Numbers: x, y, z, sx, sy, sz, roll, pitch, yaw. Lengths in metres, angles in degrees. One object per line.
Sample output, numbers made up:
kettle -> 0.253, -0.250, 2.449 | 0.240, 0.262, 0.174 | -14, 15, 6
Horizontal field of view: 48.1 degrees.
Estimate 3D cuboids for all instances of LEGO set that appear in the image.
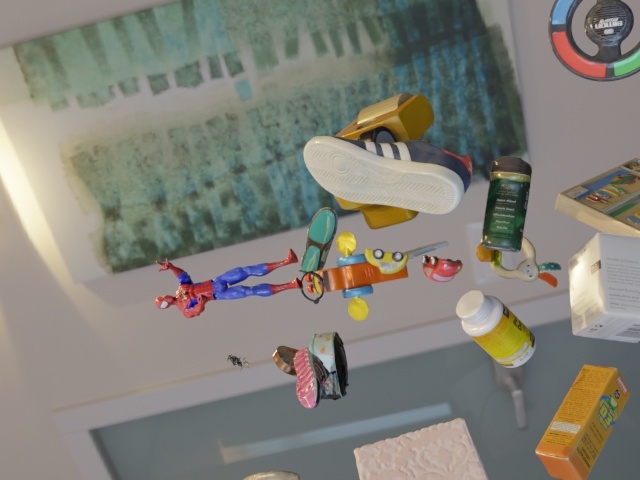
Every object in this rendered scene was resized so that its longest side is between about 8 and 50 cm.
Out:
LEGO set -> -0.205, 0.299, 1.790 | 0.054, 0.023, 0.083 | 44, -163, 14

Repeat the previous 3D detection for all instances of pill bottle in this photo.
pill bottle -> 0.437, 0.218, 1.798 | 0.215, 0.117, 0.117 | 42, -160, -25

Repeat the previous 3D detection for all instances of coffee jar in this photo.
coffee jar -> 0.368, -0.071, 1.414 | 0.096, 0.079, 0.184 | 10, -92, -69

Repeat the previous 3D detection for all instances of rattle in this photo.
rattle -> 0.522, 0.057, 1.870 | 0.200, 0.130, 0.143 | 40, -179, 24

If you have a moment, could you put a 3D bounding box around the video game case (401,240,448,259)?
video game case -> 0.233, 0.037, 1.860 | 0.157, 0.143, 0.019 | -19, 89, 66

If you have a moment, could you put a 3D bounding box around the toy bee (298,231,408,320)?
toy bee -> 0.044, 0.075, 1.639 | 0.162, 0.298, 0.195 | -13, 65, 54

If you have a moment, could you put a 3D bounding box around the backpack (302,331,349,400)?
backpack -> 0.011, 0.373, 2.184 | 0.166, 0.145, 0.188 | -49, -42, -76

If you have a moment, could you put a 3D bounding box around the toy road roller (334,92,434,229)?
toy road roller -> 0.153, -0.178, 1.703 | 0.329, 0.203, 0.240 | -49, -65, -42

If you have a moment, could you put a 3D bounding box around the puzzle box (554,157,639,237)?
puzzle box -> 0.884, -0.111, 1.987 | 0.272, 0.409, 0.052 | 34, 134, 39

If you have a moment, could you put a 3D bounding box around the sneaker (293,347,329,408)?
sneaker -> -0.013, 0.320, 1.640 | 0.075, 0.063, 0.170 | 31, -157, -26

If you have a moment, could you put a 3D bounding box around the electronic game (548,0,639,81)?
electronic game -> 0.568, -0.429, 1.413 | 0.048, 0.229, 0.229 | -11, -93, -68

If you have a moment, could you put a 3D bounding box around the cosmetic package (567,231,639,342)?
cosmetic package -> 0.630, 0.102, 1.519 | 0.151, 0.152, 0.183 | 107, 169, -63

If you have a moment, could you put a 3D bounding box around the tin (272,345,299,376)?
tin -> -0.071, 0.397, 2.314 | 0.190, 0.040, 0.106 | 23, -153, -33

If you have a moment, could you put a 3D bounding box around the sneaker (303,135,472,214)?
sneaker -> 0.140, -0.153, 1.449 | 0.148, 0.350, 0.131 | -48, -33, -42

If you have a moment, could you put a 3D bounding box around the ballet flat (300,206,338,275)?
ballet flat -> 0.000, 0.000, 1.699 | 0.070, 0.070, 0.188 | -97, 26, -64

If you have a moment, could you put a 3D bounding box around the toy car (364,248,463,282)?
toy car -> 0.240, 0.061, 1.573 | 0.225, 0.239, 0.053 | 10, -91, -49

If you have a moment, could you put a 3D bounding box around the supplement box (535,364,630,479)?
supplement box -> 0.513, 0.351, 1.393 | 0.080, 0.233, 0.078 | -8, 124, 52

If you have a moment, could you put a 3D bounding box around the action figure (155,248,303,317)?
action figure -> -0.187, 0.075, 1.322 | 0.139, 0.281, 0.091 | 53, -157, -67

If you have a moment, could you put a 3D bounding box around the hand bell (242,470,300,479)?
hand bell -> -0.094, 0.612, 1.468 | 0.126, 0.126, 0.241 | 72, -171, -55

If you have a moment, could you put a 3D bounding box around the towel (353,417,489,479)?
towel -> 0.279, 0.659, 1.904 | 0.053, 0.332, 0.316 | 76, 178, -50
